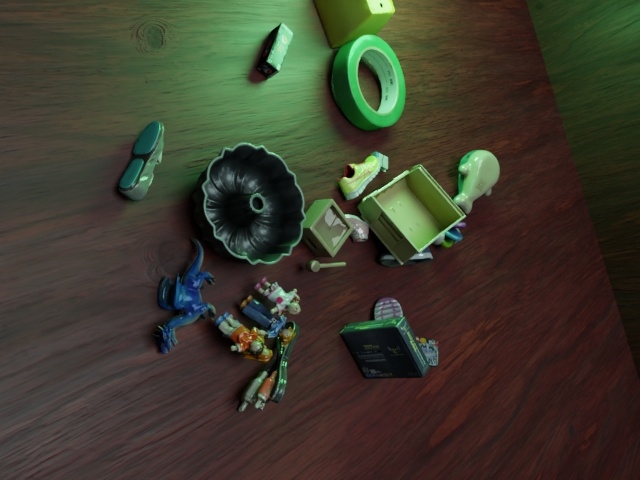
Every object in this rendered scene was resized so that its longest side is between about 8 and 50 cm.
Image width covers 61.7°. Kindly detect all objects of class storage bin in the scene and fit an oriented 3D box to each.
[{"bbox_3d":[0.307,-0.096,1.837,0.262,0.123,0.260,-34,80,-31],"label":"storage bin"}]

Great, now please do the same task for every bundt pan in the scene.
[{"bbox_3d":[-0.202,-0.087,1.445,0.330,0.124,0.331,11,73,-40],"label":"bundt pan"}]

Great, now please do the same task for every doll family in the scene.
[{"bbox_3d":[-0.154,0.227,1.410,0.163,0.118,0.263,37,46,10],"label":"doll family"}]

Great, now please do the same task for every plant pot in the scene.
[{"bbox_3d":[0.129,-0.821,1.876,0.212,0.187,0.212,-27,98,-42],"label":"plant pot"}]

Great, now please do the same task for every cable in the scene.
[{"bbox_3d":[-0.121,0.323,1.416,0.072,0.139,0.287,37,54,-21],"label":"cable"}]

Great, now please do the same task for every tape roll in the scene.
[{"bbox_3d":[0.178,-0.557,1.907,0.321,0.077,0.322,5,83,-45],"label":"tape roll"}]

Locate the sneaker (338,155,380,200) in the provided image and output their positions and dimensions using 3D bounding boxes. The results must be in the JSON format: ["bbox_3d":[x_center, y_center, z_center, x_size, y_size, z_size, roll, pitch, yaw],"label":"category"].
[{"bbox_3d":[0.129,-0.232,1.811,0.094,0.081,0.208,50,52,-19],"label":"sneaker"}]

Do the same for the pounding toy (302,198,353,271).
[{"bbox_3d":[0.002,0.011,1.636,0.181,0.094,0.206,51,60,-27],"label":"pounding toy"}]

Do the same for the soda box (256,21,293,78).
[{"bbox_3d":[-0.140,-0.588,1.662,0.053,0.060,0.169,33,61,-31],"label":"soda box"}]

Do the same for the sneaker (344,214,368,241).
[{"bbox_3d":[0.112,-0.036,1.767,0.134,0.051,0.070,23,60,-41],"label":"sneaker"}]

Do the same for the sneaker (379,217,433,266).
[{"bbox_3d":[0.285,0.005,1.899,0.226,0.086,0.164,-4,74,-34],"label":"sneaker"}]

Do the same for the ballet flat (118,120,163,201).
[{"bbox_3d":[-0.428,-0.192,1.314,0.068,0.072,0.213,56,44,-55],"label":"ballet flat"}]

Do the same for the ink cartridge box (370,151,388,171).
[{"bbox_3d":[0.218,-0.283,1.938,0.083,0.028,0.048,15,70,-40],"label":"ink cartridge box"}]

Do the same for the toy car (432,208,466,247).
[{"bbox_3d":[0.494,-0.065,2.064,0.159,0.136,0.182,1,80,-43],"label":"toy car"}]

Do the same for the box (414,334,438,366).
[{"bbox_3d":[0.370,0.396,1.918,0.137,0.027,0.094,19,67,-38],"label":"box"}]

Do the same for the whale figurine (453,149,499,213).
[{"bbox_3d":[0.634,-0.252,2.264,0.216,0.141,0.272,32,85,-33],"label":"whale figurine"}]

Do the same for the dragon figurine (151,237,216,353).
[{"bbox_3d":[-0.336,0.125,1.298,0.144,0.085,0.289,6,78,-42],"label":"dragon figurine"}]

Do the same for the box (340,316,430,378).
[{"bbox_3d":[0.193,0.331,1.631,0.059,0.232,0.184,-39,107,-44],"label":"box"}]

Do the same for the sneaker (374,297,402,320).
[{"bbox_3d":[0.233,0.307,1.779,0.095,0.105,0.237,-9,60,-1],"label":"sneaker"}]
